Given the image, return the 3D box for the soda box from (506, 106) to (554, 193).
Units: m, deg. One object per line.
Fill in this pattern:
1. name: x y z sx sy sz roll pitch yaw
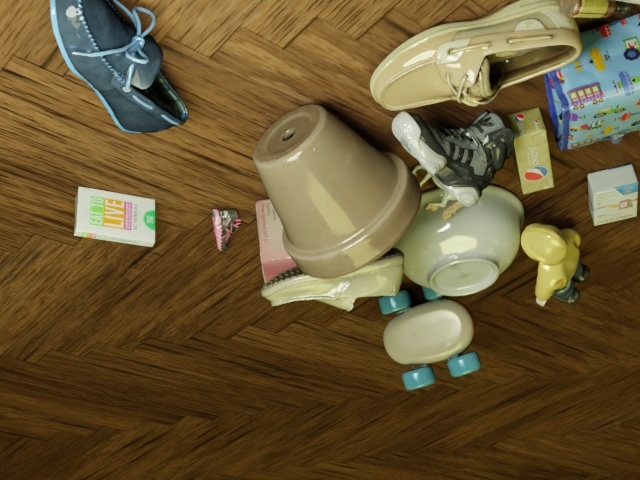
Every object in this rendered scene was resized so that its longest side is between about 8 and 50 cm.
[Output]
1. soda box: 0.386 -0.162 1.755 0.061 0.058 0.181 -13 147 10

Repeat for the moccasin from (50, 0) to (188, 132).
1. moccasin: -0.283 -0.276 1.412 0.116 0.138 0.342 1 161 12

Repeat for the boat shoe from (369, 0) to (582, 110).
1. boat shoe: 0.237 -0.276 1.507 0.341 0.110 0.121 -21 144 20

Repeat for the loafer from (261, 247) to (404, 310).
1. loafer: 0.026 0.084 1.735 0.268 0.092 0.102 -12 -170 6

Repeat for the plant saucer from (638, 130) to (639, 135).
1. plant saucer: 0.633 -0.206 1.771 0.083 0.015 0.083 -5 147 -3

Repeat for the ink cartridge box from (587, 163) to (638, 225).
1. ink cartridge box: 0.582 -0.089 1.907 0.088 0.052 0.122 -13 147 9

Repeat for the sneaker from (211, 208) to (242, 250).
1. sneaker: -0.182 -0.022 1.883 0.057 0.047 0.119 -13 149 -11

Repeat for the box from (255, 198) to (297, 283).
1. box: 0.000 0.000 1.848 0.232 0.149 0.127 -8 146 0

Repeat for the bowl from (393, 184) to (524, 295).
1. bowl: 0.282 0.022 1.948 0.298 0.134 0.298 -5 147 -4

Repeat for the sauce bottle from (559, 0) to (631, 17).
1. sauce bottle: 0.421 -0.359 1.458 0.128 0.042 0.042 -6 151 -34

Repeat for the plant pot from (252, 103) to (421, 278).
1. plant pot: 0.005 -0.103 1.642 0.263 0.263 0.229 -24 125 25

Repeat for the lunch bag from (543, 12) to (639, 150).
1. lunch bag: 0.505 -0.237 1.619 0.221 0.138 0.293 -17 155 10

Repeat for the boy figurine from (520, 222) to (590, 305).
1. boy figurine: 0.489 0.050 2.005 0.092 0.177 0.285 21 171 33

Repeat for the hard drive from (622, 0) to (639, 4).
1. hard drive: 0.463 -0.440 1.344 0.339 0.064 0.237 4 146 -17

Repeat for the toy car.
1. toy car: 0.269 0.206 2.216 0.210 0.219 0.238 -20 174 18

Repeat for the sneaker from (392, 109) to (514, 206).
1. sneaker: 0.236 -0.176 1.644 0.153 0.101 0.268 -45 136 6

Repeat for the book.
1. book: -0.378 -0.041 1.765 0.144 0.096 0.035 8 144 -22

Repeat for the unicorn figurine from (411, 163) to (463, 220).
1. unicorn figurine: 0.220 -0.118 1.785 0.111 0.060 0.162 -32 125 20
